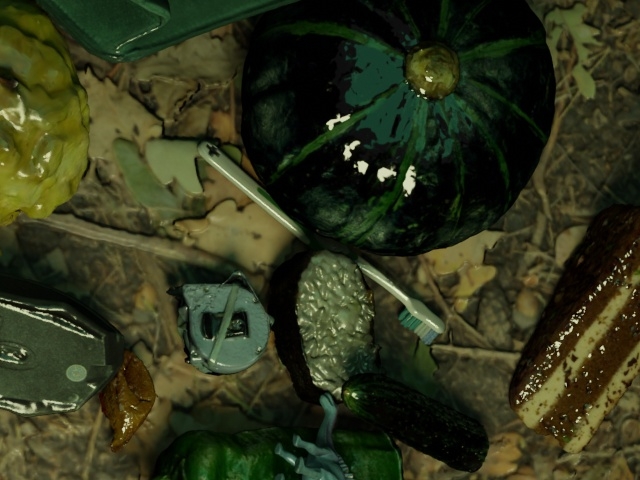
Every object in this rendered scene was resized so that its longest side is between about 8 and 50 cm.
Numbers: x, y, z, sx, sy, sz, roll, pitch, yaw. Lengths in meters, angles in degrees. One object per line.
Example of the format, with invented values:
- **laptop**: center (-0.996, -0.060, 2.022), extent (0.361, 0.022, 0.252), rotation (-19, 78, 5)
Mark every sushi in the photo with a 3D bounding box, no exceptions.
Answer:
- **sushi**: center (0.003, 0.083, 1.844), extent (0.090, 0.078, 0.150), rotation (-13, 90, -24)
- **sushi**: center (-0.179, 0.144, 1.779), extent (0.050, 0.047, 0.099), rotation (18, 55, -29)

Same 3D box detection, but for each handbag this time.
- **handbag**: center (-0.185, -0.303, 1.755), extent (0.238, 0.089, 0.326), rotation (-25, 54, -36)

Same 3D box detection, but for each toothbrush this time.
- **toothbrush**: center (0.001, -0.001, 1.889), extent (0.304, 0.030, 0.030), rotation (39, 67, -9)

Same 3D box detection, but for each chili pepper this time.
- **chili pepper**: center (-0.050, 0.234, 1.780), extent (0.270, 0.099, 0.136), rotation (6, 85, -25)

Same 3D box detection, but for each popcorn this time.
- **popcorn**: center (-0.314, -0.110, 1.700), extent (0.233, 0.192, 0.266), rotation (9, 73, -19)

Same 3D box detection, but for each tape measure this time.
- **tape measure**: center (-0.091, 0.078, 1.822), extent (0.091, 0.054, 0.094), rotation (-16, 82, -18)

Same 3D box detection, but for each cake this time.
- **cake**: center (0.293, 0.082, 1.929), extent (0.112, 0.135, 0.246), rotation (35, 69, -12)

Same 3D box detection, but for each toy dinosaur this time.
- **toy dinosaur**: center (0.000, 0.215, 1.733), extent (0.080, 0.045, 0.197), rotation (26, 44, -30)

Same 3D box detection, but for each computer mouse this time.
- **computer mouse**: center (-0.286, 0.081, 1.721), extent (0.231, 0.126, 0.071), rotation (13, 31, -15)

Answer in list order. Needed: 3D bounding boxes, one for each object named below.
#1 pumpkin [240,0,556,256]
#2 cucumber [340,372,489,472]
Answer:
- **pumpkin**: center (0.078, -0.138, 1.837), extent (0.315, 0.238, 0.315), rotation (4, 80, -21)
- **cucumber**: center (0.082, 0.166, 1.824), extent (0.052, 0.058, 0.214), rotation (-46, 140, 13)
